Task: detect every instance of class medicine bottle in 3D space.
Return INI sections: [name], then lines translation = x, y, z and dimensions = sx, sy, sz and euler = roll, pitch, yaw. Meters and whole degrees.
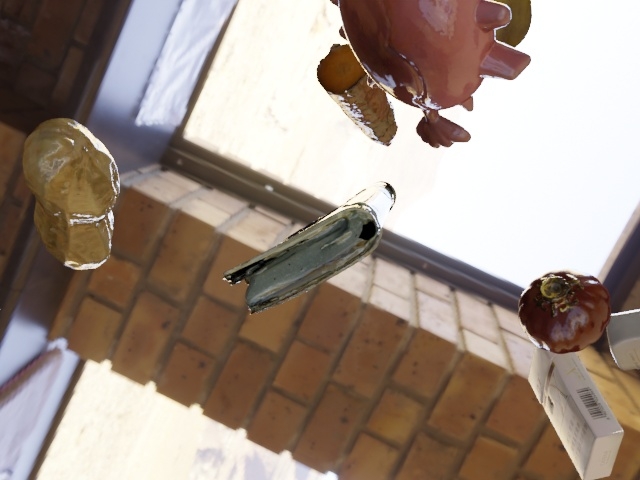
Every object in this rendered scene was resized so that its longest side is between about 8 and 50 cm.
[medicine bottle]
translation = 0.727, 0.179, 1.519
dimensions = 0.161, 0.296, 0.111
euler = 42, 40, -49

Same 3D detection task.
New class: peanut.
[peanut]
translation = -0.360, -0.061, 1.136
dimensions = 0.290, 0.130, 0.130
euler = 108, 7, -54

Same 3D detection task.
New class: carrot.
[carrot]
translation = 0.081, -0.229, 1.333
dimensions = 0.102, 0.102, 0.263
euler = -64, 149, -12

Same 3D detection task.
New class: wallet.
[wallet]
translation = 0.000, 0.000, 1.076
dimensions = 0.223, 0.077, 0.309
euler = -32, -177, 12

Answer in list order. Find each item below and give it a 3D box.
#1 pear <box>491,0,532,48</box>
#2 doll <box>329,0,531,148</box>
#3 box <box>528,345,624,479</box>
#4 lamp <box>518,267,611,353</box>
[pear]
translation = 0.144, -0.273, 0.915
dimensions = 0.200, 0.200, 0.200
euler = -64, 179, -1
[doll]
translation = 0.087, -0.189, 0.697
dimensions = 0.093, 0.211, 0.262
euler = -44, 131, -23
[box]
translation = 0.295, 0.190, 0.903
dimensions = 0.154, 0.040, 0.084
euler = -109, -170, -49
[lamp]
translation = 0.270, 0.077, 0.855
dimensions = 0.090, 0.101, 0.101
euler = 53, 52, -42
